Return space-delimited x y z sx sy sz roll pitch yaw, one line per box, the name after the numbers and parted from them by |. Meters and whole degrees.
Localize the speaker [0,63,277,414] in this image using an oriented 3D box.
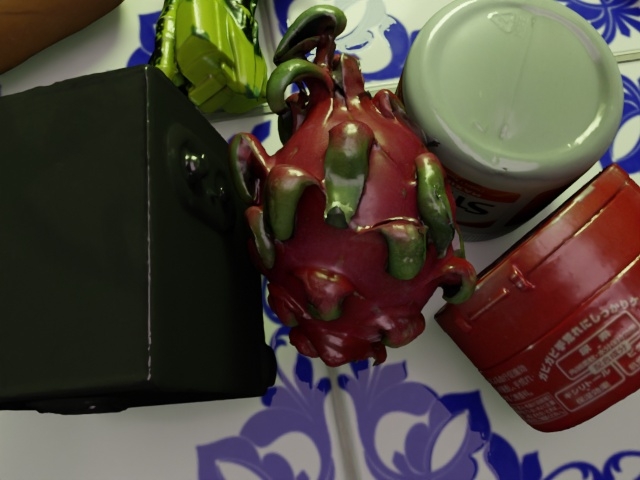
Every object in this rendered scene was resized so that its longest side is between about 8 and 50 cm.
-0.155 0.026 0.557 0.184 0.254 0.232 -7 73 12 | speaker

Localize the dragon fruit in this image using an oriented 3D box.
0.015 -0.034 0.567 0.198 0.218 0.273 -40 61 29 | dragon fruit

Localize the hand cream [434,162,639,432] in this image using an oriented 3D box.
0.231 0.054 0.608 0.230 0.230 0.149 -38 78 -13 | hand cream

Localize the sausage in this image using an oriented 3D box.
-0.341 -0.255 0.716 0.304 0.121 0.121 -35 79 -12 | sausage

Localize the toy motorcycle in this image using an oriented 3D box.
-0.091 -0.305 0.739 0.206 0.142 0.342 -6 70 35 | toy motorcycle

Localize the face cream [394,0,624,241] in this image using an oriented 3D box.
0.170 -0.117 0.672 0.201 0.187 0.201 1 74 -3 | face cream
